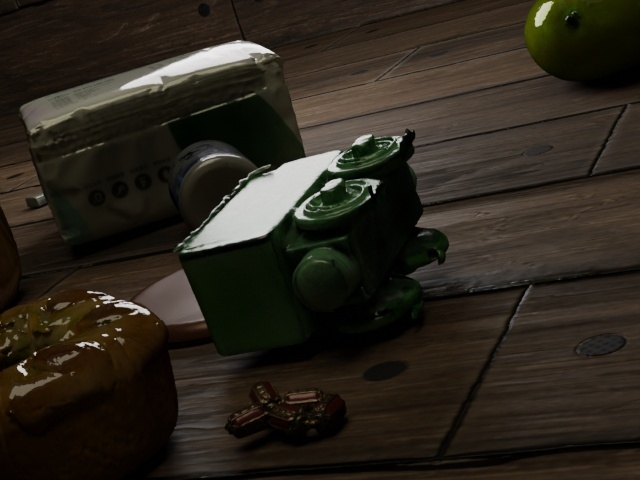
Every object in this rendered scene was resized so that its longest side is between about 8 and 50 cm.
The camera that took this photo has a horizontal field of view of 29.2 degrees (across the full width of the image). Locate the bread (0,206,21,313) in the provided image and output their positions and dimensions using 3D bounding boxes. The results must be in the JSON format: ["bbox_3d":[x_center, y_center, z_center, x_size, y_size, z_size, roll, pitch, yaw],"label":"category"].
[{"bbox_3d":[-0.441,0.004,1.434,0.104,0.199,0.199,-17,15,14],"label":"bread"}]

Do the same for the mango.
[{"bbox_3d":[0.372,-0.298,1.702,0.185,0.149,0.273,-26,10,0],"label":"mango"}]

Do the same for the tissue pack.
[{"bbox_3d":[-0.221,-0.144,1.711,0.356,0.194,0.266,-19,17,-11],"label":"tissue pack"}]

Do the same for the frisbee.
[{"bbox_3d":[-0.088,0.047,1.234,0.251,0.021,0.251,-15,15,4],"label":"frisbee"}]

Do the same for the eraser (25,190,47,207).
[{"bbox_3d":[-0.448,-0.078,2.051,0.083,0.019,0.038,-30,18,-38],"label":"eraser"}]

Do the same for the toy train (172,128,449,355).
[{"bbox_3d":[0.000,0.000,1.073,0.188,0.132,0.243,-11,20,25],"label":"toy train"}]

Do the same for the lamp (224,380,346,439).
[{"bbox_3d":[-0.021,0.123,0.879,0.083,0.031,0.063,-6,20,24],"label":"lamp"}]

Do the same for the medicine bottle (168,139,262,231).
[{"bbox_3d":[-0.129,-0.065,1.498,0.107,0.107,0.191,-19,16,-8],"label":"medicine bottle"}]

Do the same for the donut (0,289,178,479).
[{"bbox_3d":[-0.217,0.122,0.927,0.226,0.114,0.226,-15,15,4],"label":"donut"}]
